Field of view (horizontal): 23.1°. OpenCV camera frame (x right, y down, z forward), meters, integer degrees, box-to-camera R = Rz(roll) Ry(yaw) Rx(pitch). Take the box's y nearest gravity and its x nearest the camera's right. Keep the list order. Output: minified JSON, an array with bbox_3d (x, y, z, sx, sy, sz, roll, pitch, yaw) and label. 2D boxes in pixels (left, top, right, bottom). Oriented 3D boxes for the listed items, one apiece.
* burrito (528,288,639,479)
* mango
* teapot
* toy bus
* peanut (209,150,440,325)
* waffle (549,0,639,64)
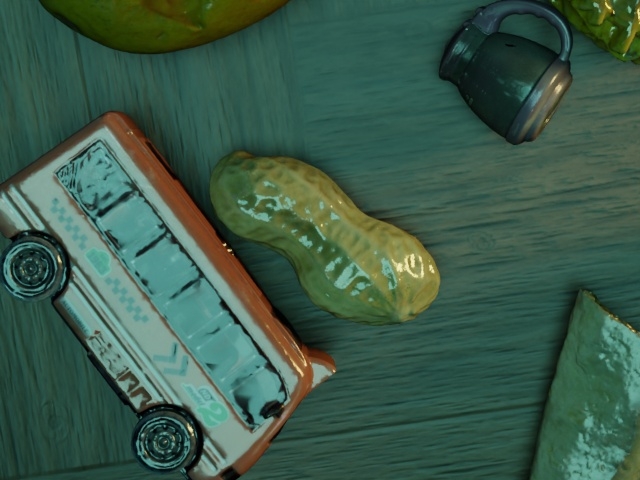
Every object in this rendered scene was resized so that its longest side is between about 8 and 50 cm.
[{"bbox_3d":[0.333,0.217,1.859,0.143,0.105,0.299,16,100,3],"label":"burrito"},{"bbox_3d":[-0.148,-0.337,1.727,0.365,0.182,0.253,-17,136,10],"label":"mango"},{"bbox_3d":[0.211,-0.197,1.792,0.146,0.116,0.148,34,142,9],"label":"teapot"},{"bbox_3d":[-0.186,0.069,1.802,0.233,0.203,0.427,-37,93,1],"label":"toy bus"},{"bbox_3d":[0.000,0.000,1.823,0.298,0.120,0.136,36,54,-3],"label":"peanut"},{"bbox_3d":[0.369,-0.343,1.758,0.324,0.151,0.261,42,101,-1],"label":"waffle"}]
